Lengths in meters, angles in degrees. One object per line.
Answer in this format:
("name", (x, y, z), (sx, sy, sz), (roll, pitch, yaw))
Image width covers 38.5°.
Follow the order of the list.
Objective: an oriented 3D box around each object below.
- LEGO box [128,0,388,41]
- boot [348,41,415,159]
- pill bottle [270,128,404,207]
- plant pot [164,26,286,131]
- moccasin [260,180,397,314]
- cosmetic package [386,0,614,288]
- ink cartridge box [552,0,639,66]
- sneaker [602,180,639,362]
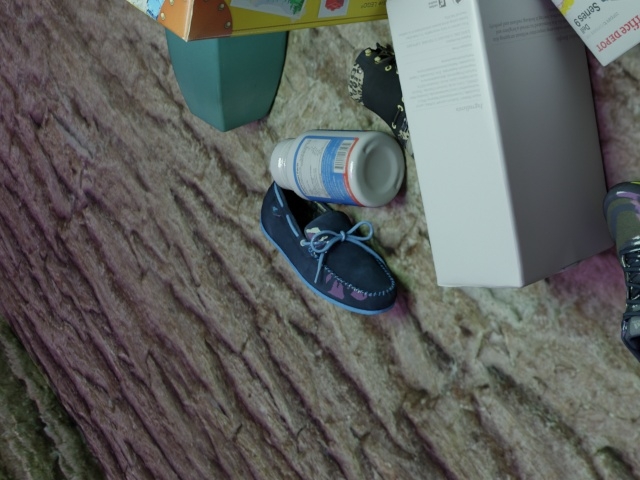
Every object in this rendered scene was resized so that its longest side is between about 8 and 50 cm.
("LEGO box", (-0.061, -0.440, 1.200), (0.372, 0.500, 0.193), (39, 130, 34))
("boot", (0.130, -0.259, 1.369), (0.178, 0.085, 0.236), (45, 138, 31))
("pill bottle", (0.021, -0.123, 1.521), (0.221, 0.124, 0.124), (10, 111, 48))
("plant pot", (-0.169, -0.328, 1.638), (0.165, 0.165, 0.234), (34, 136, 36))
("moccasin", (0.000, 0.000, 1.581), (0.342, 0.137, 0.117), (37, 131, 34))
("cosmetic package", (0.239, -0.146, 1.191), (0.156, 0.217, 0.385), (1, 103, 50))
("ink cartridge box", (0.322, -0.324, 1.040), (0.212, 0.093, 0.154), (51, 169, -1))
("sneaker", (0.421, 0.070, 1.132), (0.111, 0.121, 0.300), (-26, 84, 50))
